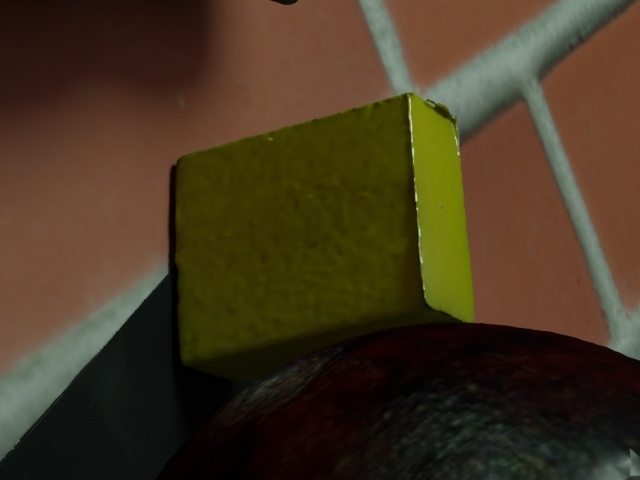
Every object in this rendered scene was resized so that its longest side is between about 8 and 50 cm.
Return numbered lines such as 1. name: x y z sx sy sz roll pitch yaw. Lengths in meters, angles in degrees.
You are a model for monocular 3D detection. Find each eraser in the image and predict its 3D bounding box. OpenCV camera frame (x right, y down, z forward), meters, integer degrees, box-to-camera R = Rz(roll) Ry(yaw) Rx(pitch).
1. eraser: 0.000 0.000 0.711 0.045 0.122 0.097 24 58 -52

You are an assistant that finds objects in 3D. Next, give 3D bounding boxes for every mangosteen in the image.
1. mangosteen: 0.045 0.178 0.581 0.311 0.311 0.311 25 59 -50

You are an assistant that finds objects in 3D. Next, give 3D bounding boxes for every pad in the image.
1. pad: -0.065 0.094 0.695 0.116 0.004 0.193 63 37 -19

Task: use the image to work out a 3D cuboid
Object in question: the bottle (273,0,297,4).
1. bottle: -0.080 -0.176 0.630 0.347 0.168 0.168 -6 84 -61
